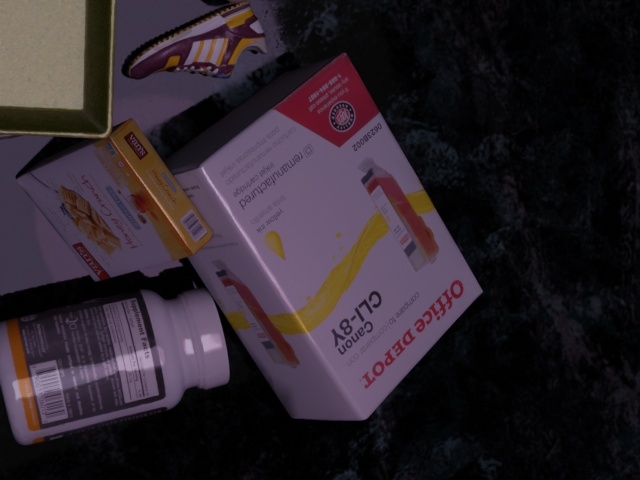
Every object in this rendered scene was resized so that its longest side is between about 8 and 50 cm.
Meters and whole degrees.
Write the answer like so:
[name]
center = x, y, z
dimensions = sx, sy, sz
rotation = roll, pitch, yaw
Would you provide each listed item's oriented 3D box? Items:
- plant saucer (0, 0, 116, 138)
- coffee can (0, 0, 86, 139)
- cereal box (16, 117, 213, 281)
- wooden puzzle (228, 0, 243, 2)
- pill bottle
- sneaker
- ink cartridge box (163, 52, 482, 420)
[plant saucer]
center = -0.307, -0.203, 1.194
dimensions = 0.188, 0.045, 0.188
rotation = 1, 99, -16
[coffee can]
center = -0.380, -0.224, 1.339
dimensions = 0.201, 0.275, 0.201
rotation = -3, 99, -16
[cereal box]
center = -0.256, -0.042, 1.432
dimensions = 0.173, 0.240, 0.047
rotation = 55, 51, -16
[wooden puzzle]
center = -0.029, -0.510, 1.506
dimensions = 0.348, 0.080, 0.322
rotation = -24, 105, -16
[pill bottle]
center = -0.267, 0.153, 1.495
dimensions = 0.278, 0.162, 0.162
rotation = -13, 102, -15
[sneaker]
center = -0.156, -0.237, 1.512
dimensions = 0.185, 0.069, 0.084
rotation = -28, 104, -9
[ink cartridge box]
center = 0.000, 0.000, 1.504
dimensions = 0.279, 0.160, 0.384
rotation = -42, 110, -32
